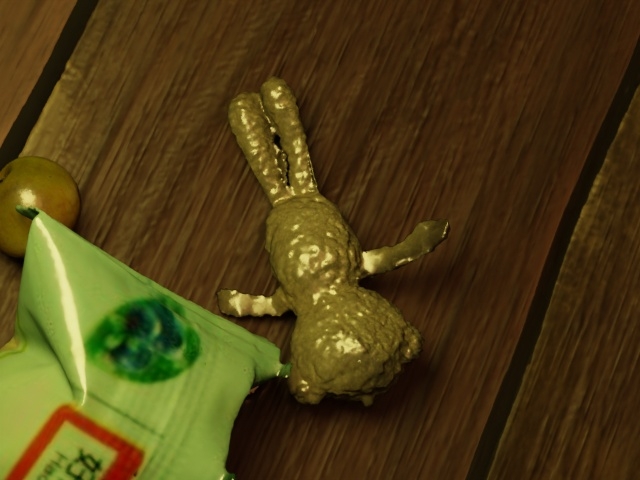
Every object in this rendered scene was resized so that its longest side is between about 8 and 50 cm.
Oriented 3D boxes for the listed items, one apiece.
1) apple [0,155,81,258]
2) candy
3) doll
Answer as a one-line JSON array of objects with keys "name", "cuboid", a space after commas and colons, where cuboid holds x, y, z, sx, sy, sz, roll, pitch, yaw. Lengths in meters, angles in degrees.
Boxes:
[{"name": "apple", "cuboid": [-0.248, -0.027, 1.513, 0.074, 0.089, 0.089, 42, 70, -22]}, {"name": "candy", "cuboid": [-0.227, 0.192, 1.434, 0.263, 0.172, 0.398, 35, 83, -19]}, {"name": "doll", "cuboid": [-0.015, 0.008, 1.582, 0.286, 0.091, 0.202, 44, 78, 7]}]
